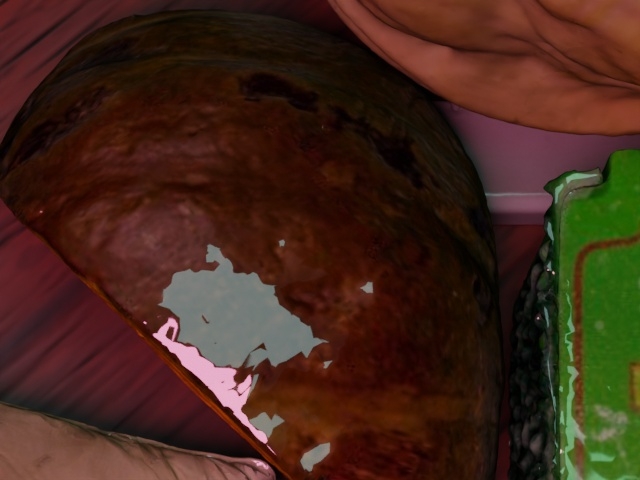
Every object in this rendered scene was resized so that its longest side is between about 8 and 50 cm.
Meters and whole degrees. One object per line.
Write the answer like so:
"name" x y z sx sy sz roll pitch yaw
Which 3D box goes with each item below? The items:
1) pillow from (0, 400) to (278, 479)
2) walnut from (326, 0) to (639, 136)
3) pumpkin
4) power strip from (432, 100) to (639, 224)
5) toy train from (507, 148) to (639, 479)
"pillow" -0.173 0.146 0.686 0.302 0.075 0.185 15 69 -1
"walnut" 0.124 -0.184 0.740 0.277 0.282 0.253 18 72 1
"pumpkin" 0.000 0.000 0.712 0.312 0.148 0.169 45 90 5
"power strip" 0.099 -0.039 0.818 0.252 0.027 0.060 0 71 -8
"toy train" 0.178 0.074 0.736 0.188 0.132 0.243 5 68 -1
